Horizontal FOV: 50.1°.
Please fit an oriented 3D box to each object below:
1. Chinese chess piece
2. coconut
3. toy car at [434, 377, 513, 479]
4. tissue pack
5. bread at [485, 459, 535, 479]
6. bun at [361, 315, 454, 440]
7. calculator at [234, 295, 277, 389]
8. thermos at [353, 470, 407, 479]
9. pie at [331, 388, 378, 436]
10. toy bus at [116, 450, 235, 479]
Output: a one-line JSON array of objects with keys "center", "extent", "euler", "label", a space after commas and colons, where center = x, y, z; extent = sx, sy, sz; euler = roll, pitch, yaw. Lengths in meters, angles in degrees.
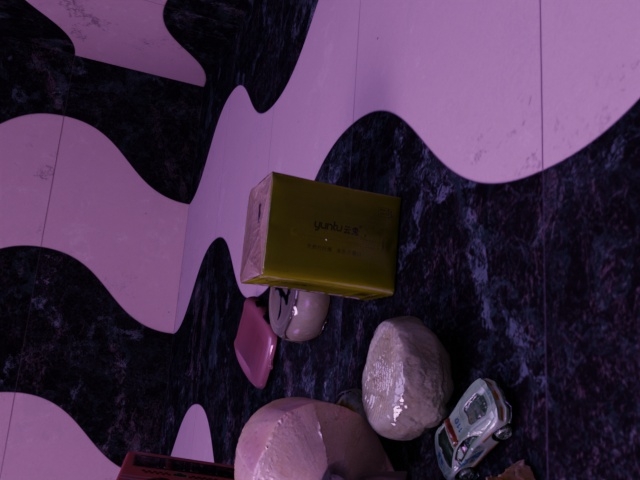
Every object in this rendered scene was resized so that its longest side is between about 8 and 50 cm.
[{"center": [-0.053, 0.135, 1.678], "extent": [0.237, 0.092, 0.238], "euler": [-170, 90, -68], "label": "Chinese chess piece"}, {"center": [-0.015, 0.377, 1.126], "extent": [0.244, 0.239, 0.239], "euler": [173, 106, -69], "label": "coconut"}, {"center": [0.211, 0.279, 0.988], "extent": [0.093, 0.058, 0.186], "euler": [-107, 34, -46], "label": "toy car"}, {"center": [0.000, 0.000, 1.348], "extent": [0.167, 0.274, 0.201], "euler": [156, 121, -64], "label": "tissue pack"}, {"center": [0.211, 0.349, 0.851], "extent": [0.054, 0.135, 0.154], "euler": [98, 171, -51], "label": "bread"}, {"center": [0.144, 0.219, 1.097], "extent": [0.195, 0.118, 0.196], "euler": [-172, 90, -74], "label": "bun"}, {"center": [-0.192, 0.297, 2.022], "extent": [0.329, 0.048, 0.220], "euler": [40, 117, 63], "label": "calculator"}, {"center": [0.113, 0.398, 0.998], "extent": [0.137, 0.193, 0.105], "euler": [-108, 33, -51], "label": "thermos"}, {"center": [0.049, 0.408, 1.332], "extent": [0.240, 0.054, 0.241], "euler": [-162, 90, -71], "label": "pie"}, {"center": [-0.262, 0.624, 1.553], "extent": [0.233, 0.426, 0.203], "euler": [-125, 48, -77], "label": "toy bus"}]
